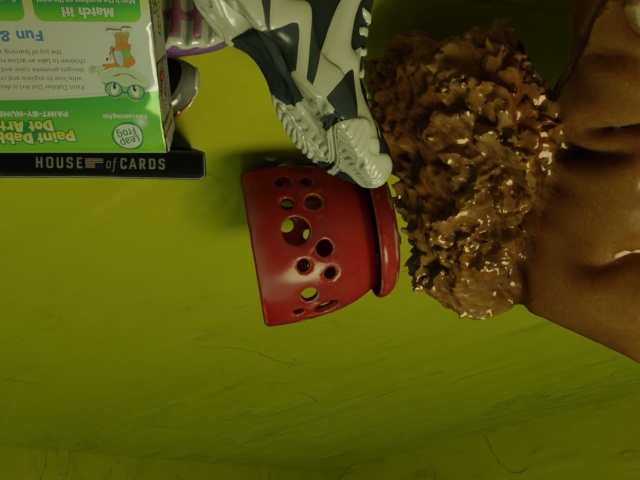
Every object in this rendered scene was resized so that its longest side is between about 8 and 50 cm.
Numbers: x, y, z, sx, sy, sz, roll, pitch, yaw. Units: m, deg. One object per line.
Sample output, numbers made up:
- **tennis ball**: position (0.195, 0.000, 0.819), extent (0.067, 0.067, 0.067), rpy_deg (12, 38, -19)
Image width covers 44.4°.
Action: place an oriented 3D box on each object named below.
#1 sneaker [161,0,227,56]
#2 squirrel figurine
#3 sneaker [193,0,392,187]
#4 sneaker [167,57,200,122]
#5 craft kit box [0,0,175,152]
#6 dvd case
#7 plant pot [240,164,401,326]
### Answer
- **sneaker**: position (-0.184, -0.182, 0.652), extent (0.236, 0.095, 0.104), rpy_deg (0, 161, -3)
- **squirrel figurine**: position (0.227, -0.095, 0.680), extent (0.397, 0.281, 0.370), rpy_deg (-4, 138, 13)
- **sneaker**: position (0.018, -0.167, 0.637), extent (0.235, 0.153, 0.094), rpy_deg (49, 160, -23)
- **sneaker**: position (-0.220, -0.141, 0.730), extent (0.215, 0.084, 0.083), rpy_deg (-7, 150, 3)
- **craft kit box**: position (-0.237, -0.177, 0.541), extent (0.249, 0.061, 0.247), rpy_deg (0, 124, -3)
- **dvd case**: position (-0.210, -0.079, 0.778), extent (0.179, 0.030, 0.238), rpy_deg (-1, -172, -12)
- **plant pot**: position (0.000, 0.000, 0.951), extent (0.174, 0.191, 0.191), rpy_deg (-7, 155, -5)
